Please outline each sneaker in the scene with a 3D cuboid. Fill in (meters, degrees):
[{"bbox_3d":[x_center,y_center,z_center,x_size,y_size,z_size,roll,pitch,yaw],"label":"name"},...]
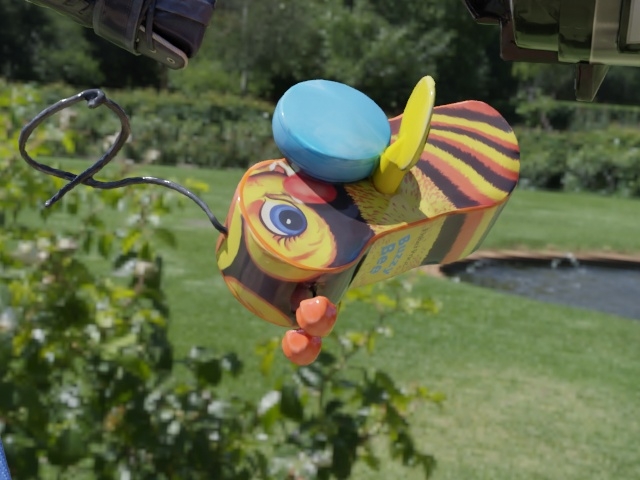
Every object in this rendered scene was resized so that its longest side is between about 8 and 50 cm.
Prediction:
[{"bbox_3d":[-0.152,-0.182,0.762,0.163,0.086,0.226,23,4,5],"label":"sneaker"}]

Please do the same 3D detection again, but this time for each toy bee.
[{"bbox_3d":[0.000,0.000,0.688,0.298,0.162,0.195,-18,-34,-9],"label":"toy bee"}]

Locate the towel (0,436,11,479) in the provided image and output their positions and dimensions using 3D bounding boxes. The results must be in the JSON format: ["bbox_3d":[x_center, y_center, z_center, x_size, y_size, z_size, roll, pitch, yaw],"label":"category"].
[{"bbox_3d":[-0.146,0.168,0.422,0.034,0.285,0.209,-2,52,-32],"label":"towel"}]

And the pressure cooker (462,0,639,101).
[{"bbox_3d":[0.286,-0.306,0.887,0.421,0.369,0.375,5,-8,12],"label":"pressure cooker"}]
